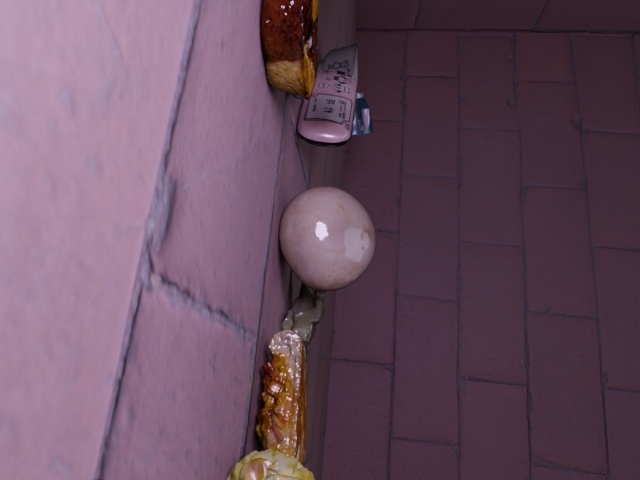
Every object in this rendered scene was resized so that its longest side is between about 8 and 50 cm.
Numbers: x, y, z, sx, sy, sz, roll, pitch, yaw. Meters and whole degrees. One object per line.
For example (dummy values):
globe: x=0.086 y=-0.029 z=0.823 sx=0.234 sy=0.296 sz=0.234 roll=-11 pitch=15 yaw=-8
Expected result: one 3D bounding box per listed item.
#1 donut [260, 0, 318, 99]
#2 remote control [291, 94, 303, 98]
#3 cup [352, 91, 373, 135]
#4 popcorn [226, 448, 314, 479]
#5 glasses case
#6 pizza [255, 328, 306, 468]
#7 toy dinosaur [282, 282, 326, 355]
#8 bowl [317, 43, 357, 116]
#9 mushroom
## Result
donut: x=-0.042 y=-0.308 z=0.680 sx=0.184 sy=0.073 sz=0.166 roll=85 pitch=9 yaw=-60
remote control: x=-0.035 y=-0.388 z=0.842 sx=0.087 sy=0.047 sz=0.245 roll=-22 pitch=116 yaw=-80
cup: x=0.135 y=-0.539 z=1.938 sx=0.299 sy=0.167 sz=0.173 roll=-147 pitch=-134 yaw=-66
popcorn: x=-0.061 y=0.337 z=0.576 sx=0.141 sy=0.135 sz=0.163 roll=-59 pitch=155 yaw=-62
glasses case: x=0.021 y=-0.315 z=1.059 sx=0.315 sy=0.121 sz=0.075 roll=-80 pitch=176 yaw=-45
pizza: x=-0.065 y=0.308 z=0.753 sx=0.229 sy=0.081 sz=0.290 roll=-89 pitch=179 yaw=-67
toy dinosaur: x=-0.043 y=0.189 z=0.992 sx=0.162 sy=0.077 sz=0.295 roll=-61 pitch=168 yaw=-87
bowl: x=0.048 y=-0.449 z=1.302 sx=0.211 sy=0.111 sz=0.212 roll=3 pitch=90 yaw=-85
mushroom: x=0.000 y=0.000 z=0.896 sx=0.204 sy=0.204 sz=0.205 roll=3 pitch=90 yaw=-84
